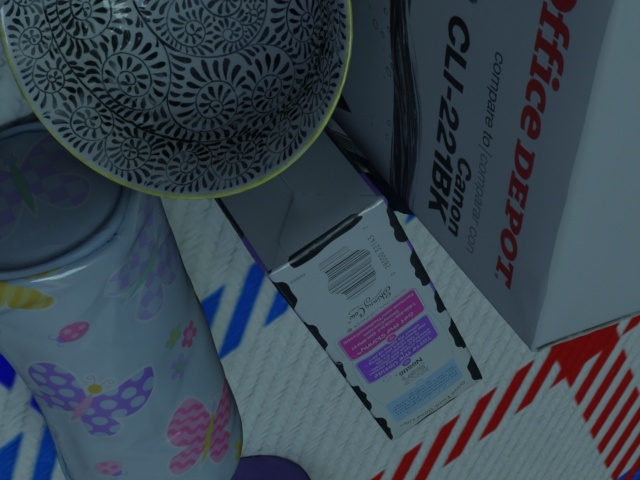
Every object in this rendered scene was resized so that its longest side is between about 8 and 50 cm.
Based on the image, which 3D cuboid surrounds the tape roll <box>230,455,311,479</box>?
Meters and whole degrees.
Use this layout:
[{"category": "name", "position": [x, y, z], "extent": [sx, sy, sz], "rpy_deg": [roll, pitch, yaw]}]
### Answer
[{"category": "tape roll", "position": [-0.072, 0.269, 0.923], "extent": [0.189, 0.080, 0.189], "rpy_deg": [-20, 138, -19]}]

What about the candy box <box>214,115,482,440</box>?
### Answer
[{"category": "candy box", "position": [0.000, 0.000, 0.650], "extent": [0.070, 0.165, 0.196], "rpy_deg": [-35, 140, -1]}]

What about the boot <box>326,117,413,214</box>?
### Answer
[{"category": "boot", "position": [0.087, -0.043, 0.669], "extent": [0.069, 0.190, 0.086], "rpy_deg": [-51, 149, -22]}]

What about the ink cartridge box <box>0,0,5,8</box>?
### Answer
[{"category": "ink cartridge box", "position": [-0.221, -0.104, 0.452], "extent": [0.153, 0.087, 0.208], "rpy_deg": [16, 116, -45]}]

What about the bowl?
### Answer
[{"category": "bowl", "position": [-0.060, -0.112, 0.545], "extent": [0.170, 0.080, 0.170], "rpy_deg": [4, 112, 11]}]

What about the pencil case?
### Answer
[{"category": "pencil case", "position": [-0.125, 0.060, 0.654], "extent": [0.124, 0.113, 0.273], "rpy_deg": [-49, 147, -25]}]

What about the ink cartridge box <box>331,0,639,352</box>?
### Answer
[{"category": "ink cartridge box", "position": [0.080, -0.116, 0.512], "extent": [0.114, 0.273, 0.197], "rpy_deg": [-18, 136, -21]}]
